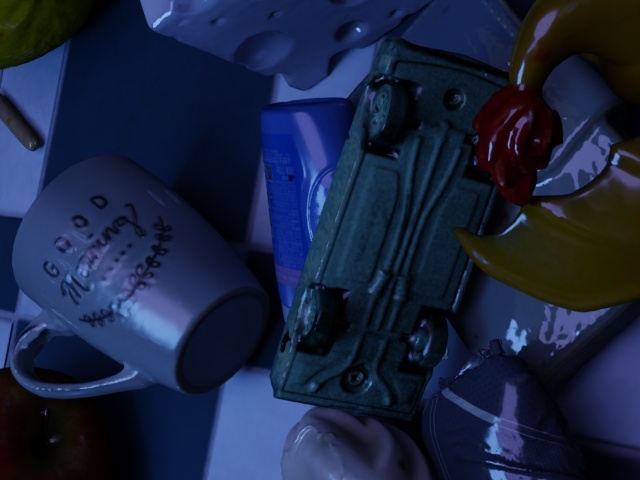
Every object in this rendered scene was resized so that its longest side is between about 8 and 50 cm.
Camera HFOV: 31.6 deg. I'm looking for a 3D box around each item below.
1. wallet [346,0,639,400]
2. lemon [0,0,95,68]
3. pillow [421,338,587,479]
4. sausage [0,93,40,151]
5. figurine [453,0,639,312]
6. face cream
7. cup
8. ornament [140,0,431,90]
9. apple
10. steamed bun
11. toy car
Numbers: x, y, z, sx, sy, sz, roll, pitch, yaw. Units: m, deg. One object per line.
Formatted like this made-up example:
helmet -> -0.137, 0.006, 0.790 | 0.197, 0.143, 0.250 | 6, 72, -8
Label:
wallet -> 0.158, -0.057, 1.004 | 0.252, 0.083, 0.360 | -51, 57, 26
lemon -> -0.411, -0.345, 1.374 | 0.297, 0.297, 0.297 | -8, 76, 37
pillow -> 0.178, 0.246, 0.891 | 0.335, 0.092, 0.161 | 69, 154, 20
sausage -> -0.403, -0.156, 1.491 | 0.132, 0.024, 0.024 | 44, 108, 34
figurine -> 0.309, -0.080, 0.763 | 0.387, 0.268, 0.401 | 39, 122, 15
face cream -> 0.000, 0.000, 1.072 | 0.149, 0.083, 0.264 | -161, 63, -65
cup -> -0.201, 0.073, 1.177 | 0.234, 0.186, 0.258 | 36, 84, 30
ornament -> -0.034, -0.329, 1.100 | 0.240, 0.239, 0.240 | -32, 64, 29
apple -> -0.345, 0.255, 1.247 | 0.230, 0.230, 0.230 | -8, 76, 37
steamed bun -> 0.043, 0.231, 1.003 | 0.183, 0.106, 0.183 | 47, 148, 43
toy car -> 0.058, -0.006, 0.955 | 0.097, 0.141, 0.321 | -128, 53, -67
